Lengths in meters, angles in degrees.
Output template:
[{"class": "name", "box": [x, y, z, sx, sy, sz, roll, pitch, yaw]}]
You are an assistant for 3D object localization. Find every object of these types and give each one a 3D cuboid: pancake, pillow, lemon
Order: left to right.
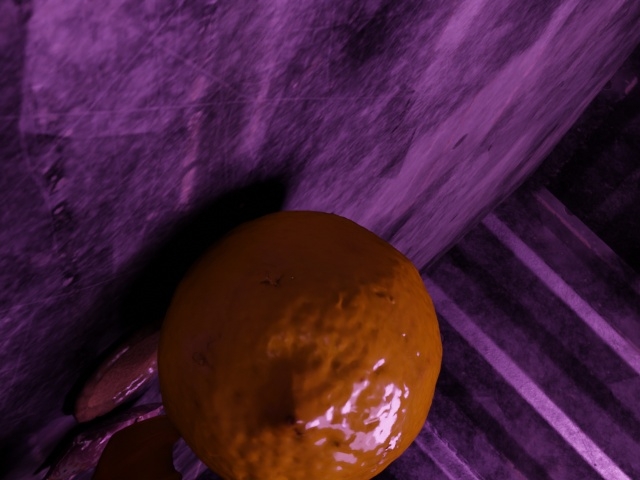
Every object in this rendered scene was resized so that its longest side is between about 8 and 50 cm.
[{"class": "pillow", "box": [-0.302, 0.278, 1.214, 0.118, 0.043, 0.185, -51, 160, 21]}, {"class": "pancake", "box": [-0.229, 0.152, 1.072, 0.199, 0.021, 0.199, -44, 169, -11]}, {"class": "lemon", "box": [-0.022, 0.120, 0.960, 0.336, 0.336, 0.336, -42, 169, -11]}]

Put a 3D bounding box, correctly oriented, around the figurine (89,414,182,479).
[{"class": "figurine", "box": [-0.213, 0.369, 1.022, 0.387, 0.401, 0.268, -3, 112, -32]}]
